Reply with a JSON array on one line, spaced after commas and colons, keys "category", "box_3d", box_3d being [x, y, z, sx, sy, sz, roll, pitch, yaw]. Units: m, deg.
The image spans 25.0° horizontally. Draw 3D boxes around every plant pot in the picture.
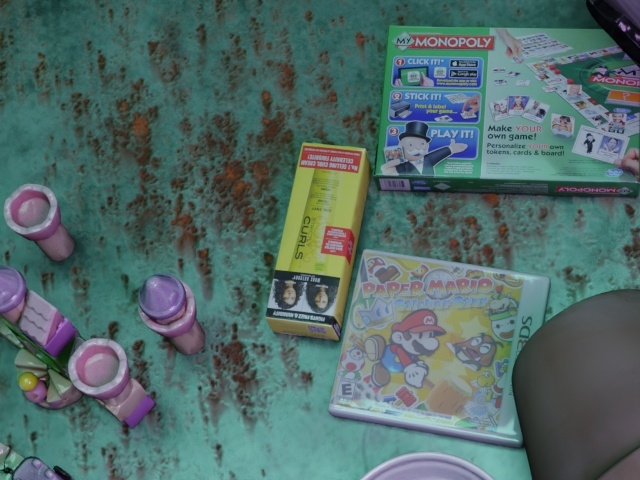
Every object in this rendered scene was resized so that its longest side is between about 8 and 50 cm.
[{"category": "plant pot", "box_3d": [0.338, 0.210, 1.480, 0.323, 0.323, 0.280, -24, 50, -2]}]

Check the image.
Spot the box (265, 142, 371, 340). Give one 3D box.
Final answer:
[{"category": "box", "box_3d": [0.000, 0.000, 1.734, 0.087, 0.058, 0.232, 8, 68, 13]}]

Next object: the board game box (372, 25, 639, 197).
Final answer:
[{"category": "board game box", "box_3d": [0.233, -0.161, 1.775, 0.317, 0.046, 0.214, 2, 66, 10]}]

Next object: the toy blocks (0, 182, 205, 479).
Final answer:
[{"category": "toy blocks", "box_3d": [-0.330, 0.107, 1.628, 0.288, 0.260, 0.309, 33, 75, 19]}]

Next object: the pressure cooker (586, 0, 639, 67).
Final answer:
[{"category": "pressure cooker", "box_3d": [0.523, -0.293, 1.585, 0.375, 0.420, 0.370, 8, 61, 56]}]

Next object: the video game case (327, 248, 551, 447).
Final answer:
[{"category": "video game case", "box_3d": [0.139, 0.122, 1.678, 0.227, 0.026, 0.206, 8, 68, 12]}]

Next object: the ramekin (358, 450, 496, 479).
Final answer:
[{"category": "ramekin", "box_3d": [0.117, 0.338, 1.543, 0.207, 0.109, 0.207, -3, 67, 7]}]
